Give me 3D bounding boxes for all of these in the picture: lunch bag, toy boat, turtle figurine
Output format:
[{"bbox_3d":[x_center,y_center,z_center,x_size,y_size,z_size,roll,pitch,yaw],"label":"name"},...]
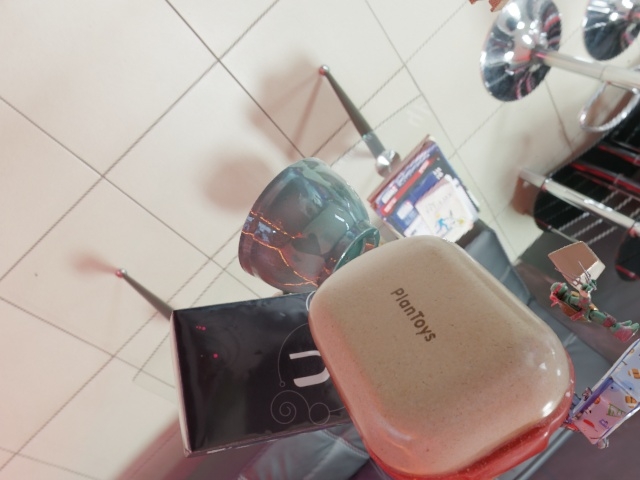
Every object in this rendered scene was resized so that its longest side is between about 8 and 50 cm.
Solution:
[{"bbox_3d":[0.802,0.405,1.523,0.303,0.115,0.243,-31,150,-24],"label":"lunch bag"},{"bbox_3d":[0.089,0.102,0.453,0.150,0.231,0.151,-27,124,-4],"label":"toy boat"},{"bbox_3d":[0.663,0.152,1.406,0.118,0.234,0.175,-56,167,25],"label":"turtle figurine"}]

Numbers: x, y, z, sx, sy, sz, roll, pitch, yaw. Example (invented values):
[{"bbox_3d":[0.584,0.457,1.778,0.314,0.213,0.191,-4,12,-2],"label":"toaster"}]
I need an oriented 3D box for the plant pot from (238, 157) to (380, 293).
[{"bbox_3d":[0.000,0.000,1.188,0.293,0.196,0.293,-43,153,-29],"label":"plant pot"}]

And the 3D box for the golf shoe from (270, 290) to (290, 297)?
[{"bbox_3d":[-0.160,0.215,1.359,0.120,0.105,0.273,19,123,-28],"label":"golf shoe"}]

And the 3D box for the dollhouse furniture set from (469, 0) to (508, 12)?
[{"bbox_3d":[0.480,-0.623,1.390,0.303,0.174,0.355,-25,169,-26],"label":"dollhouse furniture set"}]

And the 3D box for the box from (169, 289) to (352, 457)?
[{"bbox_3d":[-0.046,0.164,0.722,0.270,0.165,0.143,-7,160,-18],"label":"box"}]

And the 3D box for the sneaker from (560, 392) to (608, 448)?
[{"bbox_3d":[0.741,0.522,1.698,0.125,0.262,0.104,-42,161,9],"label":"sneaker"}]

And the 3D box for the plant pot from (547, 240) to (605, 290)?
[{"bbox_3d":[0.725,0.066,1.582,0.096,0.109,0.109,-43,138,22],"label":"plant pot"}]
